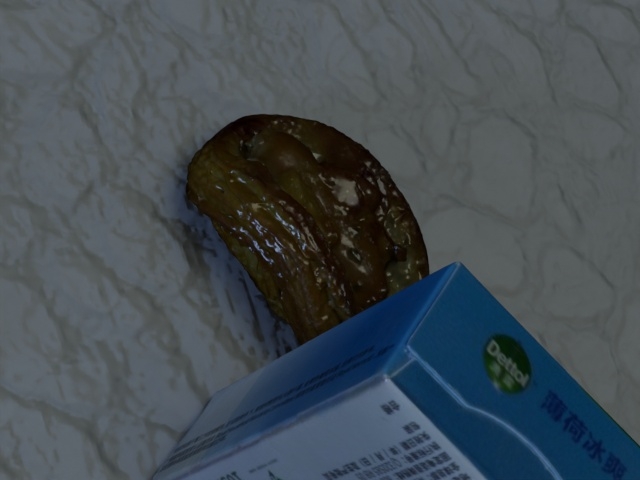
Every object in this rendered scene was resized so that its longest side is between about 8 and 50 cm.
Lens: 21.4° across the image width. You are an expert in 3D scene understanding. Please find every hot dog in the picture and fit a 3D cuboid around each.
[{"bbox_3d":[-0.002,0.002,0.832,0.147,0.065,0.099,54,41,-1],"label":"hot dog"}]

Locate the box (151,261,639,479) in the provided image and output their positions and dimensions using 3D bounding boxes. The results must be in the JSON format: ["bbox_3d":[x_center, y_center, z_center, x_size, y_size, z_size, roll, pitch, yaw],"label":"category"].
[{"bbox_3d":[0.033,0.108,0.725,0.139,0.194,0.073,45,51,-11],"label":"box"}]
